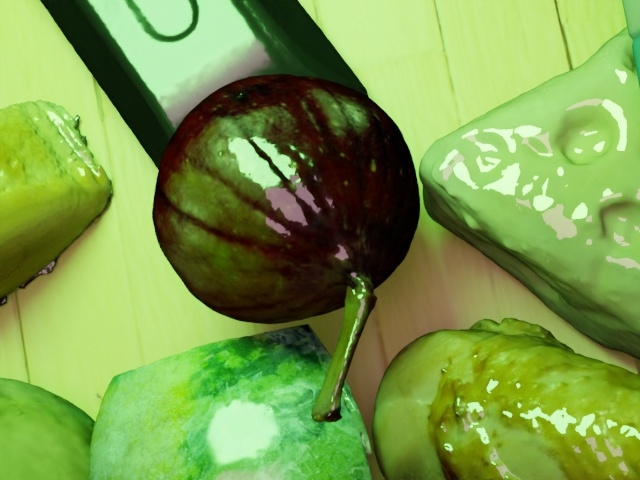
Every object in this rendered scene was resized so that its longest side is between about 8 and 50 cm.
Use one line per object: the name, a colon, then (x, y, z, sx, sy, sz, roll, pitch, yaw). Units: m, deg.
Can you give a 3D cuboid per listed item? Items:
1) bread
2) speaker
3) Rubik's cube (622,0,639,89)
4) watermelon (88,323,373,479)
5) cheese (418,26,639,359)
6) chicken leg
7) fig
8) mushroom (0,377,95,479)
bread: (-0.281, -0.024, 1.463, 0.140, 0.169, 0.160, 55, 133, 13)
speaker: (-0.146, -0.219, 1.406, 0.180, 0.184, 0.388, -37, 78, 1)
Rubik's cube: (0.445, -0.132, 1.156, 0.347, 0.344, 0.347, -5, 80, -29)
watermelon: (-0.047, 0.228, 1.325, 0.224, 0.180, 0.305, -16, 82, 17)
cheese: (0.242, -0.033, 1.324, 0.251, 0.173, 0.248, -39, 76, -4)
chicken leg: (0.231, 0.181, 1.248, 0.409, 0.182, 0.295, -12, 110, 45)
fig: (-0.004, -0.016, 1.272, 0.204, 0.249, 0.186, -19, 122, -23)
mushroom: (-0.262, 0.219, 1.335, 0.212, 0.217, 0.292, -32, 77, 1)
